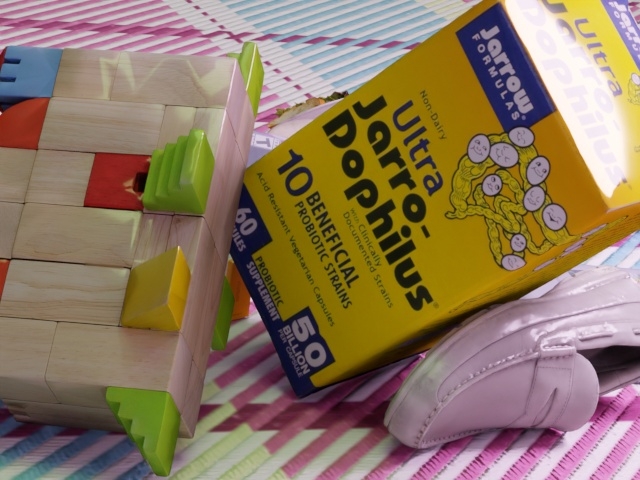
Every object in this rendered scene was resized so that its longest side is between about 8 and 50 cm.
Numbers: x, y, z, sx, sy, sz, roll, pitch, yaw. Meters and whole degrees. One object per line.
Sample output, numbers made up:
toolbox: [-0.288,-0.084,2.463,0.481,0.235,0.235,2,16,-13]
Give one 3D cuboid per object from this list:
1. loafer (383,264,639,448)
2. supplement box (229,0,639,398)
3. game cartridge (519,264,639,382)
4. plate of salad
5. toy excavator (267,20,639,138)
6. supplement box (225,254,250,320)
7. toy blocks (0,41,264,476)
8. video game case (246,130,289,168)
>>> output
loafer: [0.184,0.109,1.622,0.319,0.112,0.111,-22,60,-40]
supplement box: [0.111,-0.041,1.605,0.356,0.194,0.195,-34,-12,37]
game cartridge: [0.316,0.081,1.865,0.294,0.060,0.196,5,15,-11]
plate of salad: [0.027,-0.155,2.306,0.199,0.048,0.200,-16,-9,-3]
toy excavator: [0.197,-0.110,2.178,0.433,0.222,0.445,13,27,17]
supplement box: [-0.109,0.030,1.799,0.098,0.062,0.036,23,24,34]
toy blocks: [-0.208,-0.006,1.523,0.261,0.381,0.191,5,-27,11]
video game case: [0.032,-0.022,1.947,0.274,0.026,0.196,11,40,-3]
